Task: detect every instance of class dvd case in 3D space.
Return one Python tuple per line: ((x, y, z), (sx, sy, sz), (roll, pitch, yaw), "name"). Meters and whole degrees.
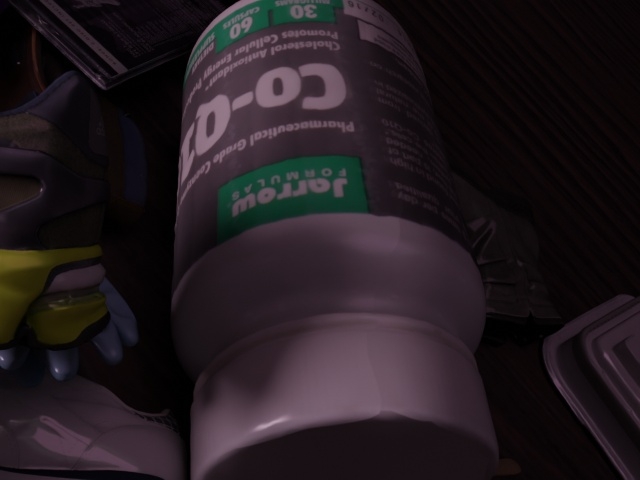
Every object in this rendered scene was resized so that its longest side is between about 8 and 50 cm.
((-0.176, -0.215, 0.626), (0.164, 0.018, 0.221), (43, 33, -3), "dvd case")

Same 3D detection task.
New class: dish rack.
((0.406, 0.199, 0.784), (0.286, 0.072, 0.332), (-13, 64, -46), "dish rack")

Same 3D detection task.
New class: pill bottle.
((0.000, 0.000, 0.525), (0.204, 0.204, 0.361), (18, 44, -26), "pill bottle")

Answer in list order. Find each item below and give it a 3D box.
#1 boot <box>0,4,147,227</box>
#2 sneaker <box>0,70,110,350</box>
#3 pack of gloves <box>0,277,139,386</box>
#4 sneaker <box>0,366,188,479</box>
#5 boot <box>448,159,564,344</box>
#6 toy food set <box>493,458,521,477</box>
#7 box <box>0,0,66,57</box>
((-0.202, -0.097, 0.576), (0.106, 0.082, 0.219), (36, 23, -48), "boot")
((-0.229, -0.045, 0.323), (0.300, 0.121, 0.111), (14, 2, -5), "sneaker")
((-0.220, 0.031, 0.397), (0.195, 0.046, 0.232), (-3, 25, -37), "pack of gloves")
((-0.181, 0.105, 0.389), (0.235, 0.090, 0.094), (25, 29, -25), "sneaker")
((0.139, 0.013, 0.732), (0.247, 0.083, 0.161), (14, 52, -28), "boot")
((0.074, 0.121, 0.614), (0.132, 0.038, 0.192), (15, 35, -37), "toy food set")
((-0.285, -0.287, 0.674), (0.293, 0.057, 0.200), (29, 41, -15), "box")
